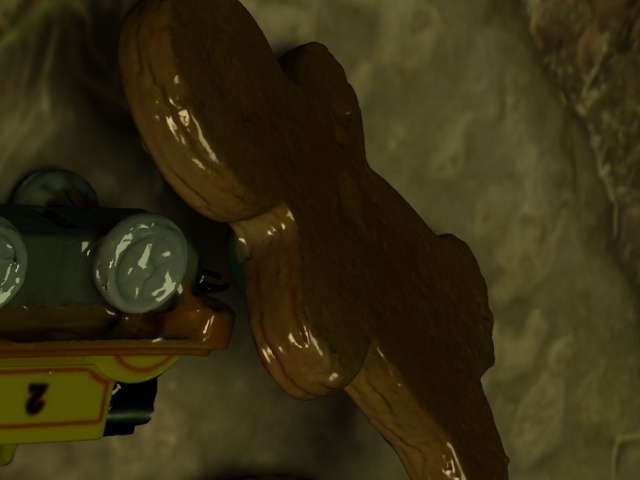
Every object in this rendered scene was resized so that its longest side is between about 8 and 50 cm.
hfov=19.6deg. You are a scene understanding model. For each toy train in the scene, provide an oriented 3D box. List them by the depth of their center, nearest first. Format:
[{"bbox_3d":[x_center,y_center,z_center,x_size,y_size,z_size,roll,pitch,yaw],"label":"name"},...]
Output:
[{"bbox_3d":[-0.133,0.038,0.770,0.219,0.089,0.127,1,108,-40],"label":"toy train"}]

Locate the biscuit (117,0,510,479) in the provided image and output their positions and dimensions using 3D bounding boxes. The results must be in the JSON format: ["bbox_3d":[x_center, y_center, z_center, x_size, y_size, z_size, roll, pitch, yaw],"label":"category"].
[{"bbox_3d":[0.000,0.000,0.844,0.301,0.049,0.197,49,27,-39],"label":"biscuit"}]

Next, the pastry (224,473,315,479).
[{"bbox_3d":[-0.009,0.241,0.878,0.235,0.132,0.240,37,75,-37],"label":"pastry"}]
